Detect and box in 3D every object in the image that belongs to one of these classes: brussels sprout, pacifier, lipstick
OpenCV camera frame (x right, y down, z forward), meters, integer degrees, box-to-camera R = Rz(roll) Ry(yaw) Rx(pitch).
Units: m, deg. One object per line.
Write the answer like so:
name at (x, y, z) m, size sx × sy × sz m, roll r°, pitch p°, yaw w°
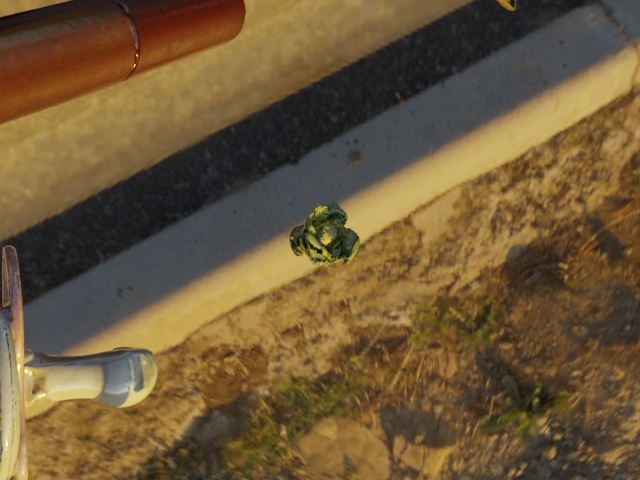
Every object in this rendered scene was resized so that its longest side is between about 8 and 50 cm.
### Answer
brussels sprout at (0.000, 0.000, 1.130) m, size 0.085 × 0.058 × 0.085 m, roll 24°, pitch 40°, yaw -22°
pacifier at (-0.362, 0.172, 1.198) m, size 0.220 × 0.273 × 0.332 m, roll 2°, pitch 95°, yaw 33°
lipstick at (-0.155, -0.104, 0.540) m, size 0.057 × 0.057 × 0.356 m, roll 28°, pitch 33°, yaw 15°

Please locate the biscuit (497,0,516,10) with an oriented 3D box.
biscuit at (0.161, -0.333, 0.898) m, size 0.016 × 0.144 × 0.203 m, roll 2°, pitch 83°, yaw 39°
